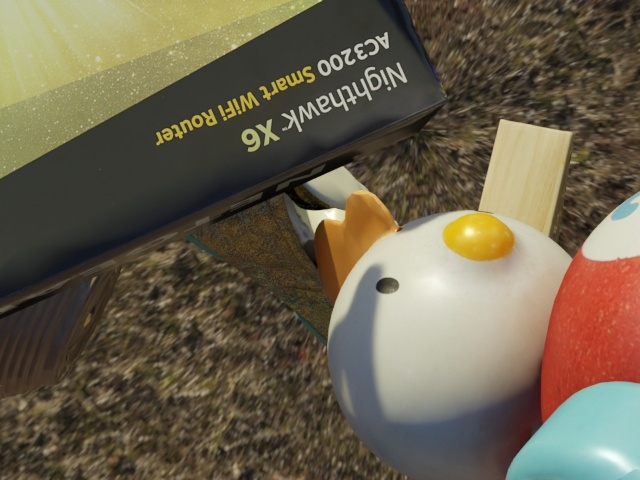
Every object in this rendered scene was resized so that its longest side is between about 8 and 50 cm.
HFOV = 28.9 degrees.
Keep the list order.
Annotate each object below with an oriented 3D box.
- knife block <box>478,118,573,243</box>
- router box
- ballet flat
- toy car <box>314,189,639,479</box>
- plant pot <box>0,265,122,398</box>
[{"bbox_3d":[0.214,0.034,1.429,0.088,0.242,0.276,12,127,14],"label":"knife block"},{"bbox_3d":[-0.133,-0.104,0.559,0.308,0.081,0.243,-25,88,-7],"label":"router box"},{"bbox_3d":[0.000,0.000,0.962,0.123,0.348,0.123,-11,64,23],"label":"ballet flat"},{"bbox_3d":[0.082,0.039,0.475,0.238,0.219,0.210,28,138,28],"label":"toy car"},{"bbox_3d":[-0.223,0.034,0.945,0.109,0.237,0.237,25,96,-1],"label":"plant pot"}]
